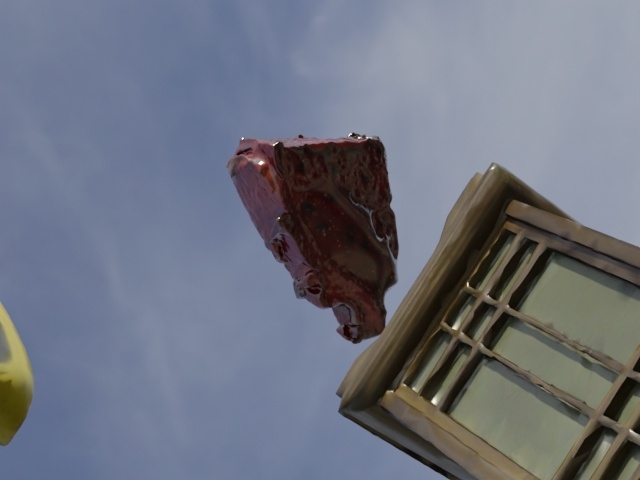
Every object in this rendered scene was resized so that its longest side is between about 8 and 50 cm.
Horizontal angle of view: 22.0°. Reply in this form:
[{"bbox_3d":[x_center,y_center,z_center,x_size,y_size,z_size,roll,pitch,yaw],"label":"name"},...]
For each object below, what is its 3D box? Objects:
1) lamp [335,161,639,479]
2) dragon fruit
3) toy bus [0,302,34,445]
[{"bbox_3d":[0.114,0.065,0.364,0.089,0.325,0.090,33,-91,-24],"label":"lamp"},{"bbox_3d":[0.000,-0.001,0.966,0.097,0.063,0.131,-9,-86,-3],"label":"dragon fruit"},{"bbox_3d":[-0.236,0.081,0.386,0.330,0.144,0.152,-40,-52,-10],"label":"toy bus"}]
